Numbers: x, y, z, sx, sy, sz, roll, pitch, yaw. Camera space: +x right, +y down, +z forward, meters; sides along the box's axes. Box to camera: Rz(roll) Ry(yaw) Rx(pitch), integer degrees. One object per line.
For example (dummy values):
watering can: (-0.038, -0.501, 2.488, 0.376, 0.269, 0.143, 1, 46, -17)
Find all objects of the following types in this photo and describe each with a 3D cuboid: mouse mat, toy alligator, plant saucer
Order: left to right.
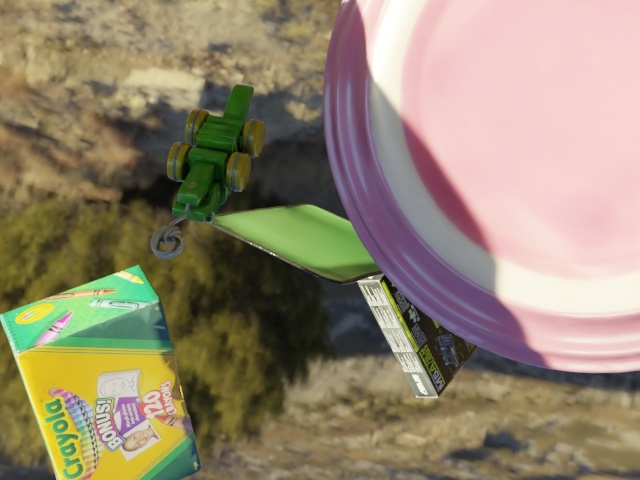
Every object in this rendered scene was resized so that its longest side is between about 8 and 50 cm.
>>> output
toy alligator: (-0.083, -0.041, 0.866, 0.056, 0.189, 0.051, 10, 138, 11)
mouse mat: (0.000, 0.000, 1.100, 0.153, 0.007, 0.190, 25, -161, 27)
plant saucer: (0.156, -0.084, 0.686, 0.332, 0.332, 0.084, 13, -174, 14)

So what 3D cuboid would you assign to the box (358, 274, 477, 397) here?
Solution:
box: (0.149, 0.078, 1.554, 0.045, 0.184, 0.190, -4, 122, 47)

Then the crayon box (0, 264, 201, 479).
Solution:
crayon box: (-0.247, 0.180, 1.361, 0.165, 0.278, 0.081, -21, -141, -16)
